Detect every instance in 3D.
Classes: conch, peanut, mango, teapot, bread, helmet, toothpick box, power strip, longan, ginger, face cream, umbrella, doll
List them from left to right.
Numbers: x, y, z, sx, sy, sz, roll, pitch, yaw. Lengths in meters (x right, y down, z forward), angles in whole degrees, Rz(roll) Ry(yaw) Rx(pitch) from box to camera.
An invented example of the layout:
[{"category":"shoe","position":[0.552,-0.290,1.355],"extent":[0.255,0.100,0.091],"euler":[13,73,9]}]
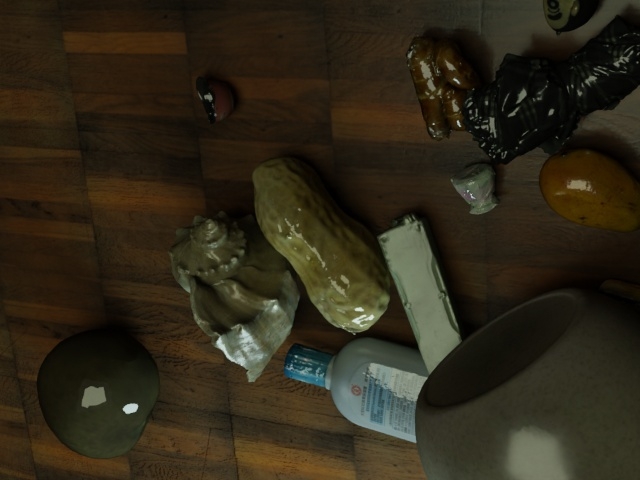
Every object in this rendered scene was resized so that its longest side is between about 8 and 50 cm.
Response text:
[{"category":"longan","position":[-0.403,0.276,2.014],"extent":[0.246,0.215,0.246],"euler":[24,142,20]},{"category":"helmet","position":[-0.166,-0.233,1.782],"extent":[0.065,0.049,0.084],"euler":[118,133,-64]},{"category":"conch","position":[-0.122,0.094,1.802],"extent":[0.186,0.263,0.324],"euler":[-21,132,19]},{"category":"peanut","position":[0.000,0.000,1.744],"extent":[0.313,0.149,0.149],"euler":[50,123,3]},{"category":"face cream","position":[0.101,0.244,1.831],"extent":[0.337,0.080,0.163],"euler":[13,111,21]},{"category":"power strip","position":[0.171,0.096,1.720],"extent":[0.080,0.048,0.286],"euler":[-21,88,22]},{"category":"ginger","position":[0.190,-0.225,1.601],"extent":[0.103,0.073,0.162],"euler":[2,118,40]},{"category":"teapot","position":[0.232,-0.077,1.652],"extent":[0.083,0.064,0.064],"euler":[8,127,59]},{"category":"umbrella","position":[0.350,-0.232,1.495],"extent":[0.337,0.128,0.154],"euler":[-38,112,26]},{"category":"doll","position":[0.345,-0.358,1.462],"extent":[0.089,0.102,0.179],"euler":[5,119,-18]},{"category":"toothpick box","position":[0.371,0.317,1.536],"extent":[0.409,0.409,0.425],"euler":[-32,100,32]},{"category":"mango","position":[0.390,-0.070,1.552],"extent":[0.165,0.089,0.115],"euler":[21,139,12]},{"category":"bread","position":[0.461,0.096,1.613],"extent":[0.106,0.053,0.072],"euler":[18,141,22]}]
